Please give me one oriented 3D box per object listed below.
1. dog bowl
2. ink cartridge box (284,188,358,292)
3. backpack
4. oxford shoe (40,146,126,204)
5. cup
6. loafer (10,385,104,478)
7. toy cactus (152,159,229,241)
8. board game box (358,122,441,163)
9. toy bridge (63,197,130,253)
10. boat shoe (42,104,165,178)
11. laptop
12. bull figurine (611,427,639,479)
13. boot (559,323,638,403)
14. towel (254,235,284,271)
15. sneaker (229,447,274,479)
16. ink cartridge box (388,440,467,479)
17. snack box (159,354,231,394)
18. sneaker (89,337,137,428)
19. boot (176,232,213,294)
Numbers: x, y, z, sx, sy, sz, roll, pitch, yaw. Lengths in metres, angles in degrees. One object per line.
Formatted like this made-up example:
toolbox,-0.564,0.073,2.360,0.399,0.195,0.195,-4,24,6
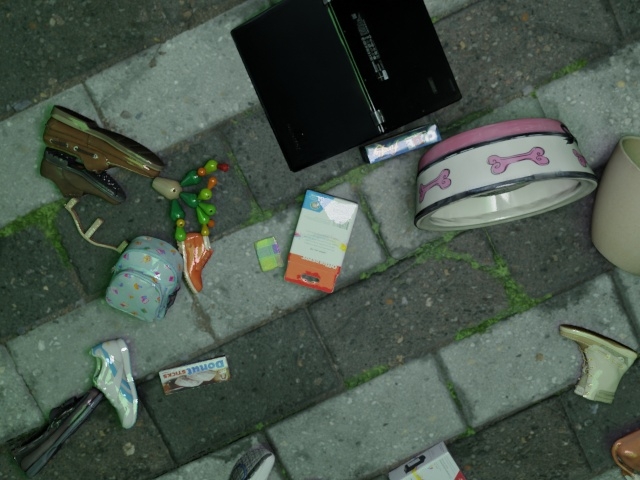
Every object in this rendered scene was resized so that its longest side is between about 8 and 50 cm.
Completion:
dog bowl,0.400,-0.144,1.579,0.407,0.408,0.151,-11,79,1
ink cartridge box,0.000,0.000,1.739,0.134,0.078,0.231,16,97,-2
backpack,-0.424,0.092,1.697,0.165,0.144,0.188,26,113,-2
oxford shoe,-0.586,-0.139,1.724,0.227,0.083,0.096,29,107,3
cup,0.780,-0.055,1.642,0.331,0.331,0.237,25,123,-3
loafer,-0.681,0.479,1.790,0.095,0.109,0.302,42,98,-1
toy cactus,-0.327,-0.112,1.726,0.180,0.112,0.219,25,100,16
board game box,0.178,-0.225,1.627,0.165,0.243,0.042,-19,97,3
toy bridge,-0.571,-0.030,1.759,0.188,0.026,0.063,40,97,-5
boat shoe,-0.528,-0.215,1.702,0.307,0.111,0.105,28,100,6
laptop,0.066,-0.432,1.713,0.407,0.236,0.382,-27,98,-25
bull figurine,0.904,0.524,1.801,0.310,0.101,0.189,-24,99,2
boot,0.684,0.317,1.786,0.213,0.077,0.165,22,99,-6
towel,-0.132,0.036,1.778,0.060,0.009,0.083,-17,97,3
sneaker,-0.189,0.678,1.830,0.129,0.111,0.297,24,101,-19
ink cartridge box,0.284,0.632,1.827,0.175,0.072,0.127,-32,97,3
snack box,-0.324,0.349,1.812,0.178,0.022,0.064,-14,96,2
sneaker,-0.522,0.367,1.769,0.092,0.087,0.229,-12,89,-29
boot,-0.306,0.055,1.757,0.084,0.059,0.158,-10,96,-4
